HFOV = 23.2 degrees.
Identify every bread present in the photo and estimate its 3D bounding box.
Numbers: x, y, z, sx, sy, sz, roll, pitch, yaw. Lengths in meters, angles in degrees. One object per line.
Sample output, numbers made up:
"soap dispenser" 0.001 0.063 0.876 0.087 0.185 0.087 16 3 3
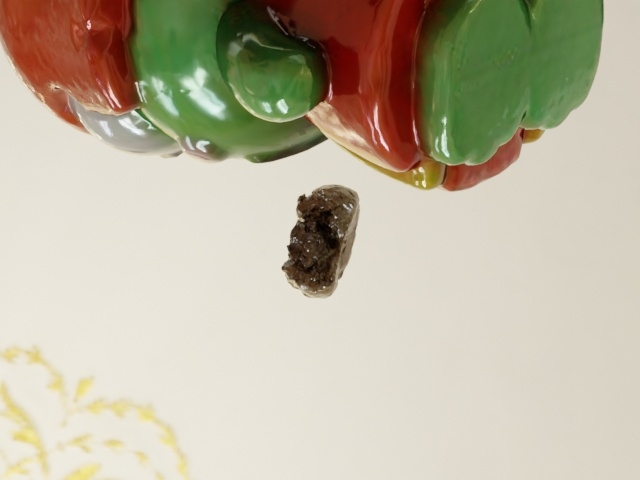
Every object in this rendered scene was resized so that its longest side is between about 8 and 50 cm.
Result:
"bread" 0.000 0.000 1.508 0.060 0.082 0.113 15 -93 7

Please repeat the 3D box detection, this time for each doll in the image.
"doll" -0.049 -0.118 0.692 0.363 0.182 0.160 12 -57 45
